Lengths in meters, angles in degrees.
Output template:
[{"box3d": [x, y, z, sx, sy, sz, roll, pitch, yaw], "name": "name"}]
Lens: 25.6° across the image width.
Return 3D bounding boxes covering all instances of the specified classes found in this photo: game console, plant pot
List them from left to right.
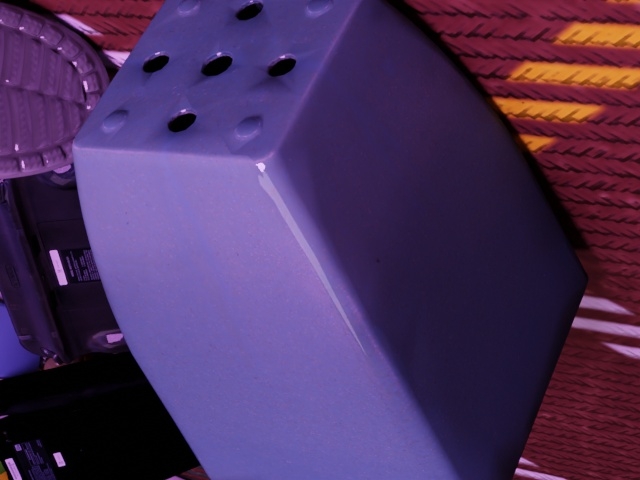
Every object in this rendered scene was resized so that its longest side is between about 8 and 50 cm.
[{"box3d": [-0.138, 0.058, 0.955, 0.213, 0.044, 0.361, -12, 140, -6], "name": "game console"}, {"box3d": [0.000, 0.000, 0.664, 0.166, 0.165, 0.234, 6, 144, 32], "name": "plant pot"}]

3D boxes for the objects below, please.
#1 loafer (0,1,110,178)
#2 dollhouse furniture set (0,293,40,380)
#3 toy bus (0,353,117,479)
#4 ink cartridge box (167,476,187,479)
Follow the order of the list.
[{"box3d": [-0.234, -0.078, 0.724, 0.251, 0.094, 0.087, 2, -177, -17], "name": "loafer"}, {"box3d": [-0.388, 0.012, 1.067, 0.303, 0.198, 0.286, 11, 164, -39], "name": "dollhouse furniture set"}, {"box3d": [-0.227, 0.139, 1.210, 0.104, 0.202, 0.191, 46, 174, 24], "name": "toy bus"}, {"box3d": [-0.141, 0.360, 1.550, 0.219, 0.160, 0.092, 23, 155, -5], "name": "ink cartridge box"}]
